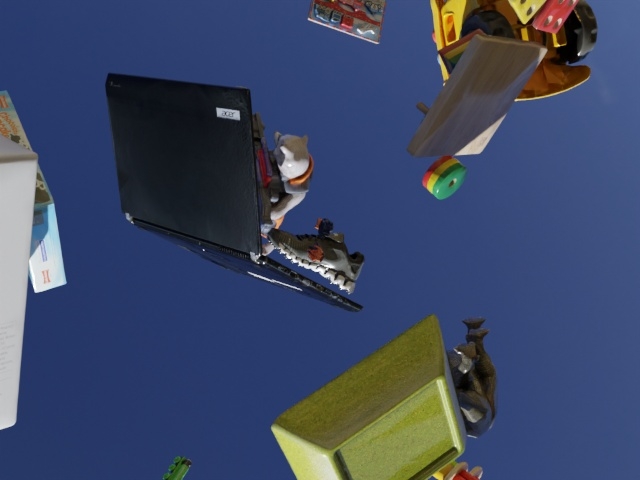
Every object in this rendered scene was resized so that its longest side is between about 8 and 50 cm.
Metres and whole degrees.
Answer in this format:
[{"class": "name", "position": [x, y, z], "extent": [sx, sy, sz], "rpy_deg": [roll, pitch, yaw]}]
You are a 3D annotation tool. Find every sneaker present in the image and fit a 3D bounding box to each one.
[{"class": "sneaker", "position": [-0.003, 0.016, 1.822], "extent": [0.234, 0.106, 0.078], "rpy_deg": [30, -175, -21]}]

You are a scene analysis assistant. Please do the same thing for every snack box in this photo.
[{"class": "snack box", "position": [-0.512, -0.090, 1.467], "extent": [0.060, 0.187, 0.322], "rpy_deg": [-16, -132, -23]}]

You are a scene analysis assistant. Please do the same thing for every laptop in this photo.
[{"class": "laptop", "position": [-0.091, -0.048, 0.908], "extent": [0.264, 0.234, 0.136], "rpy_deg": [30, -100, -46]}]

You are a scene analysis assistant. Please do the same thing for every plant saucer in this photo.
[{"class": "plant saucer", "position": [0.065, 0.191, 0.831], "extent": [0.045, 0.188, 0.188], "rpy_deg": [44, 160, 47]}]

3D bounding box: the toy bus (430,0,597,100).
[{"class": "toy bus", "position": [0.199, -0.277, 1.022], "extent": [0.149, 0.211, 0.220], "rpy_deg": [-16, -77, -22]}]

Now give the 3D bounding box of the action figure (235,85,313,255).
[{"class": "action figure", "position": [-0.102, -0.157, 1.852], "extent": [0.178, 0.330, 0.341], "rpy_deg": [-3, -107, -20]}]

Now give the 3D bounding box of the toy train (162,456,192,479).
[{"class": "toy train", "position": [-0.178, 0.288, 1.013], "extent": [0.083, 0.024, 0.017], "rpy_deg": [-57, -49, -44]}]

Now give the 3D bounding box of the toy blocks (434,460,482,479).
[{"class": "toy blocks", "position": [0.193, 0.317, 1.082], "extent": [0.148, 0.054, 0.123], "rpy_deg": [37, 179, 31]}]

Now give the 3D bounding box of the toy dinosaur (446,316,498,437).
[{"class": "toy dinosaur", "position": [0.201, 0.202, 1.190], "extent": [0.121, 0.313, 0.160], "rpy_deg": [-12, -80, -15]}]

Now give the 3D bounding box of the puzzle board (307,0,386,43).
[{"class": "puzzle board", "position": [0.045, -0.364, 1.306], "extent": [0.128, 0.011, 0.096], "rpy_deg": [12, -92, -30]}]

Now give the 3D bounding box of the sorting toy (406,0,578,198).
[{"class": "sorting toy", "position": [0.151, -0.158, 0.858], "extent": [0.132, 0.274, 0.046], "rpy_deg": [-10, -132, -49]}]

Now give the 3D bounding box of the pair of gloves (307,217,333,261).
[{"class": "pair of gloves", "position": [0.000, 0.000, 1.573], "extent": [0.010, 0.074, 0.083], "rpy_deg": [19, -88, -24]}]

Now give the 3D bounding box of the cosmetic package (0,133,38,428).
[{"class": "cosmetic package", "position": [-0.569, 0.056, 1.291], "extent": [0.230, 0.453, 0.161], "rpy_deg": [27, -155, 35]}]
